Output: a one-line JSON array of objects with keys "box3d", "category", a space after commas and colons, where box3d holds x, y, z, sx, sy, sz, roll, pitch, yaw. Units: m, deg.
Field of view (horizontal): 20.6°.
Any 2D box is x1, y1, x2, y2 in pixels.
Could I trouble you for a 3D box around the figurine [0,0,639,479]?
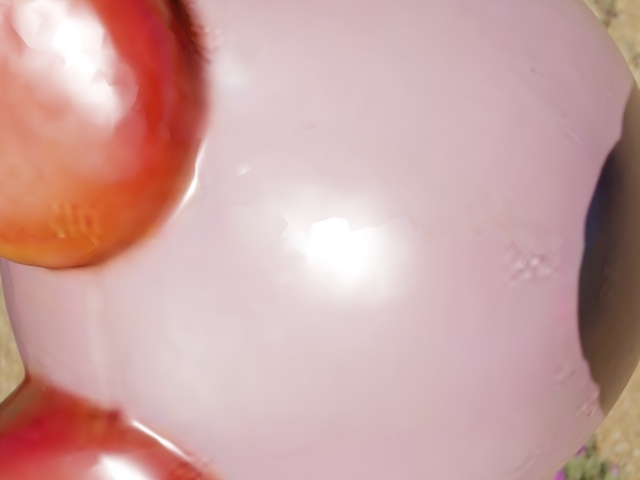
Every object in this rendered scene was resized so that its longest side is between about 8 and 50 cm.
[{"box3d": [0.000, 0.003, 0.579, 0.211, 0.270, 0.261, 11, 24, 30], "category": "figurine"}]
